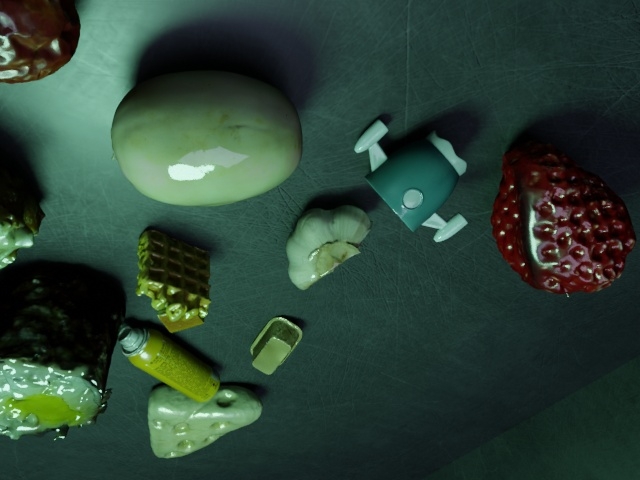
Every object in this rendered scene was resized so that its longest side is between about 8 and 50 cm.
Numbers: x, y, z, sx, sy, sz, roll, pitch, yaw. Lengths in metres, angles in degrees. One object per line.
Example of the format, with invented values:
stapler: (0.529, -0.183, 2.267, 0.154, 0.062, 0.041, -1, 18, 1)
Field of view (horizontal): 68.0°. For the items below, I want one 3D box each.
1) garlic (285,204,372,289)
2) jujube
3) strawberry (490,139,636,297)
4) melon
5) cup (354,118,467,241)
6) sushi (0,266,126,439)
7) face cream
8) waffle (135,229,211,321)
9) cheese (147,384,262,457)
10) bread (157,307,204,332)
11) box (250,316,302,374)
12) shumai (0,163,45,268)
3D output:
garlic: (0.000, 0.000, 1.084, 0.143, 0.178, 0.229, 40, 97, -7)
jujube: (-0.460, -0.292, 0.633, 0.250, 0.174, 0.174, -4, 134, -2)
strawberry: (0.530, -0.072, 1.071, 0.295, 0.317, 0.345, -5, 126, 33)
melon: (-0.187, -0.169, 0.794, 0.316, 0.223, 0.223, -7, 134, -7)
cup: (0.208, -0.132, 0.994, 0.173, 0.167, 0.300, -41, 106, 11)
sushi: (-0.590, 0.237, 1.018, 0.299, 0.294, 0.281, 0, 132, -15)
face cream: (-0.414, 0.333, 1.297, 0.105, 0.105, 0.349, -26, 135, 9)
waffle: (-0.312, 0.082, 1.009, 0.160, 0.211, 0.055, 27, 121, -34)
cheese: (-0.385, 0.595, 1.541, 0.351, 0.130, 0.328, 7, 128, -20)
bread: (-0.360, 0.195, 1.228, 0.094, 0.035, 0.090, -16, 136, -1)
box: (-0.130, 0.302, 1.362, 0.111, 0.111, 0.177, 19, 121, -31)
shumai: (-0.645, 0.003, 0.793, 0.323, 0.324, 0.397, -29, 138, -11)
